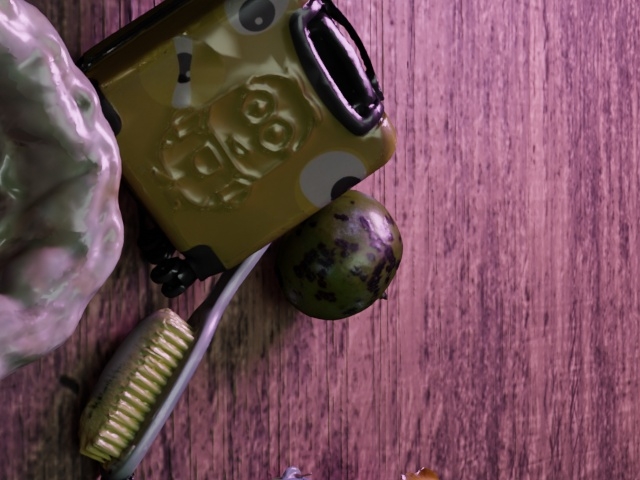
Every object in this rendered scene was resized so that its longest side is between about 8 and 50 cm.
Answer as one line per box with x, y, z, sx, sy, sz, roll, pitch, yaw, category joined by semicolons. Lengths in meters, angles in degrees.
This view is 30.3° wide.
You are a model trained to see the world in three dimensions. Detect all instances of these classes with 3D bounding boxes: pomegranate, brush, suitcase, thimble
0.000;0.000;1.043;0.161;0.122;0.122;37;64;-3;pomegranate
-0.114;0.063;0.956;0.060;0.068;0.296;38;73;-21;brush
-0.076;-0.100;0.919;0.235;0.143;0.194;-34;117;-2;suitcase
-0.283;-0.044;0.733;0.292;0.195;0.291;3;86;-44;thimble

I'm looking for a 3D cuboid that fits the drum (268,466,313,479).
0.020;0.297;1.096;0.253;0.049;0.130;30;71;-38;drum

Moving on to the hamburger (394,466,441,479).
0.108;0.359;1.002;0.276;0.237;0.276;-31;137;-34;hamburger
